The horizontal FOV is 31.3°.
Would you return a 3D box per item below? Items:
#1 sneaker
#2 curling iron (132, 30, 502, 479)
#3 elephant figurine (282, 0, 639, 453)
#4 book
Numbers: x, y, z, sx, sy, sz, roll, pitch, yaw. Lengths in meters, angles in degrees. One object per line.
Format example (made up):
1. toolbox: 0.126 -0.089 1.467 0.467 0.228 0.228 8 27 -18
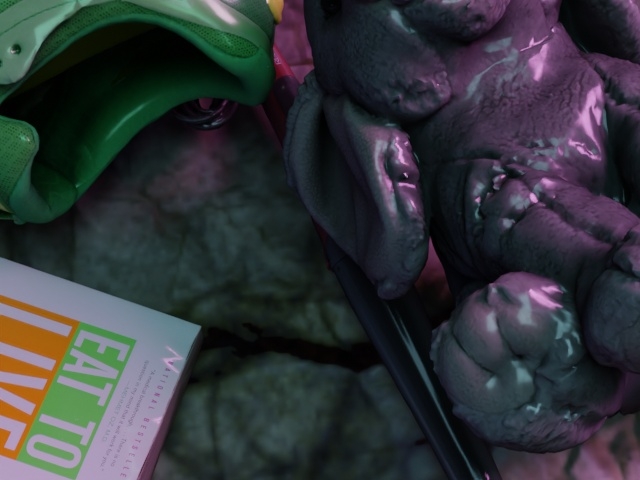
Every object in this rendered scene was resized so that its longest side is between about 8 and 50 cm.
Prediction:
1. sneaker: -0.155 -0.061 0.455 0.295 0.109 0.123 -19 69 3
2. curling iron: 0.000 0.000 0.497 0.068 0.035 0.274 -33 76 -3
3. elephant figurine: 0.058 -0.055 0.416 0.169 0.186 0.239 -19 61 -47
4. book: -0.132 0.058 0.475 0.144 0.035 0.096 17 67 5
